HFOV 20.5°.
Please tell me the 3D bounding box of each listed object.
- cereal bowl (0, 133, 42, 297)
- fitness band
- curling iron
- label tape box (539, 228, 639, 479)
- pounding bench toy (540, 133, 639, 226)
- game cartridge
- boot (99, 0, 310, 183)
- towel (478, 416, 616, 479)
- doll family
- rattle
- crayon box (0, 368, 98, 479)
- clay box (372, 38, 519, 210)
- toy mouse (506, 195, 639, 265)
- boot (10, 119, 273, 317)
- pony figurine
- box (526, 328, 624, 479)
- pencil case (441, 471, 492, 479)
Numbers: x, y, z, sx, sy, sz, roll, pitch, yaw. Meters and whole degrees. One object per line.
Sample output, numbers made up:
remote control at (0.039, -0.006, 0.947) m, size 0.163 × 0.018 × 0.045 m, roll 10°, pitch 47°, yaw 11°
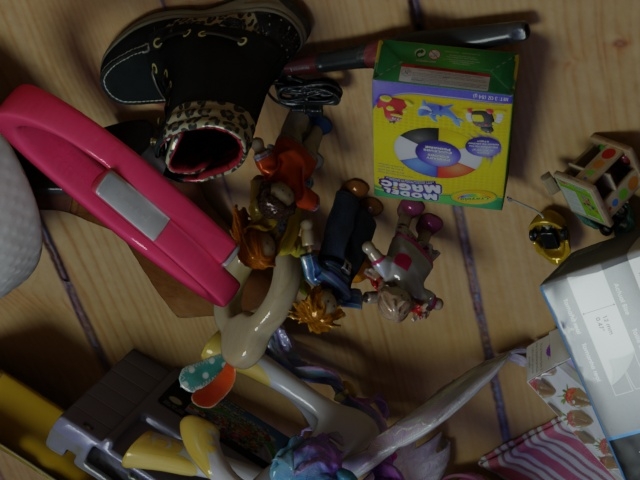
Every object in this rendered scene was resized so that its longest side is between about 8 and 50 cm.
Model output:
cereal bowl at (-0.456, -0.053, 1.827) m, size 0.339 × 0.141 × 0.339 m, roll 30°, pitch 143°, yaw 25°
fitness band at (-0.185, -0.042, 1.671) m, size 0.291 × 0.054 × 0.209 m, roll 44°, pitch 170°, yaw -33°
curling iron at (0.069, -0.167, 1.627) m, size 0.274 × 0.035 × 0.068 m, roll -13°, pitch 143°, yaw 33°
label tape box at (0.408, 0.085, 1.597) m, size 0.347 × 0.115 × 0.249 m, roll -20°, pitch 96°, yaw 32°
pounding bench toy at (0.253, -0.063, 1.648) m, size 0.083 × 0.065 × 0.052 m, roll 27°, pitch 156°, yaw 48°
game cartridge at (-0.115, 0.265, 2.036) m, size 0.355 × 0.230 × 0.068 m, roll 32°, pitch 118°, yaw 5°
boot at (-0.133, -0.132, 1.640) m, size 0.236 × 0.178 × 0.085 m, roll -11°, pitch 132°, yaw 33°
towel at (0.291, 0.264, 2.041) m, size 0.144 × 0.029 × 0.197 m, roll 35°, pitch 140°, yaw -17°
doll family at (0.000, 0.000, 1.749) m, size 0.263 × 0.163 × 0.118 m, roll 40°, pitch 138°, yaw -23°
rattle at (-0.048, 0.093, 1.842) m, size 0.130 × 0.200 × 0.143 m, roll 6°, pitch 166°, yaw 38°
crayon box at (-0.341, 0.229, 2.129) m, size 0.202 × 0.081 × 0.318 m, roll 37°, pitch 170°, yaw -20°
clay box at (0.114, -0.096, 1.645) m, size 0.127 × 0.053 × 0.222 m, roll 7°, pitch 149°, yaw 7°
toy mouse at (0.278, -0.005, 1.724) m, size 0.143 × 0.031 × 0.161 m, roll -6°, pitch 135°, yaw 31°
boot at (-0.211, -0.014, 1.919) m, size 0.264 × 0.096 × 0.280 m, roll -12°, pitch 139°, yaw 24°
pony figurine at (0.026, 0.230, 1.919) m, size 0.363 × 0.351 × 0.303 m, roll 34°, pitch 140°, yaw 13°
box at (0.339, 0.221, 1.913) m, size 0.063 × 0.067 × 0.324 m, roll -31°, pitch 115°, yaw 25°
pencil case at (0.266, 0.425, 2.126) m, size 0.386 × 0.167 × 0.160 m, roll 37°, pitch 158°, yaw -24°
